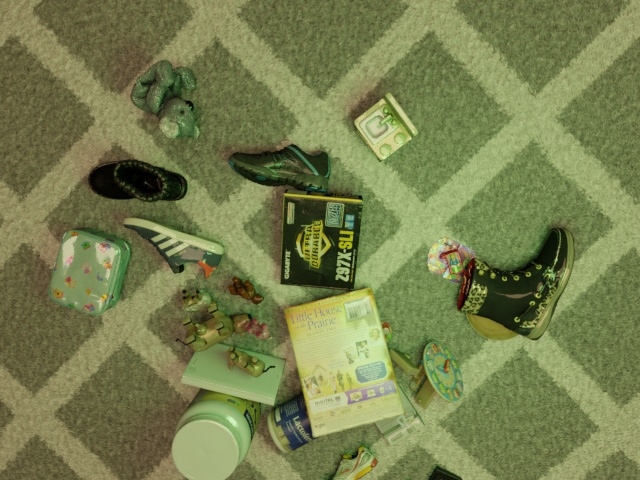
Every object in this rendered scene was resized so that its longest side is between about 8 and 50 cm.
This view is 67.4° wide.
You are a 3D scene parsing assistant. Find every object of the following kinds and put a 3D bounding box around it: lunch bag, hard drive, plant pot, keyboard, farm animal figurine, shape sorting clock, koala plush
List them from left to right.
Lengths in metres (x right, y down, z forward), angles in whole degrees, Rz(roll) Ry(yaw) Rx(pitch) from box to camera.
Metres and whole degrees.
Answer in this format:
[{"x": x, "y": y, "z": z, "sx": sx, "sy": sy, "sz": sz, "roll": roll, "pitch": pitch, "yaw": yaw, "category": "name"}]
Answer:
[{"x": -0.789, "y": 0.111, "z": 1.655, "sx": 0.224, "sy": 0.108, "sz": 0.279, "roll": 18, "pitch": 98, "yaw": -5, "category": "lunch bag"}, {"x": -0.485, "y": -0.428, "z": 1.556, "sx": 0.203, "sy": 0.196, "sz": 0.221, "roll": -28, "pitch": 95, "yaw": 16, "category": "koala plush"}, {"x": -0.309, "y": 0.307, "z": 1.610, "sx": 0.326, "sy": 0.172, "sz": 0.330, "roll": -9, "pitch": 59, "yaw": 5, "category": "farm animal figurine"}, {"x": -0.285, "y": 0.440, "z": 1.623, "sx": 0.307, "sy": 0.203, "sz": 0.040, "roll": 14, "pitch": 115, "yaw": 1, "category": "hard drive"}, {"x": 0.361, "y": 0.957, "z": 1.737, "sx": 0.201, "sy": 0.033, "sz": 0.317, "roll": 26, "pitch": 96, "yaw": -7, "category": "keyboard"}, {"x": 0.414, "y": 0.436, "z": 1.602, "sx": 0.206, "sy": 0.206, "sz": 0.040, "roll": 48, "pitch": 124, "yaw": -3, "category": "shape sorting clock"}, {"x": 0.614, "y": 0.225, "z": 1.649, "sx": 0.236, "sy": 0.032, "sz": 0.236, "roll": 0, "pitch": 95, "yaw": 3, "category": "plant pot"}]

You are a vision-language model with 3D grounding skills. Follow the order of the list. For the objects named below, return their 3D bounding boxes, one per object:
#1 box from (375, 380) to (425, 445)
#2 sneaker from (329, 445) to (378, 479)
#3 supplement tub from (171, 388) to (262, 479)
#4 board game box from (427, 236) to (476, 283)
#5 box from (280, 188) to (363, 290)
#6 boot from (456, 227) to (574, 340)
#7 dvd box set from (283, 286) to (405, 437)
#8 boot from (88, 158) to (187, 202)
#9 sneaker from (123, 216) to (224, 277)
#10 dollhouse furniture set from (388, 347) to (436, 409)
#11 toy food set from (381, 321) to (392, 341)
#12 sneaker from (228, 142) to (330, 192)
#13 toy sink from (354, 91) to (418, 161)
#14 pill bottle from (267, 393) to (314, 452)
[{"x": 0.258, "y": 0.612, "z": 1.701, "sx": 0.145, "sy": 0.038, "sz": 0.186, "roll": -33, "pitch": 95, "yaw": 5, "category": "box"}, {"x": 0.095, "y": 0.818, "z": 1.716, "sx": 0.225, "sy": 0.088, "sz": 0.093, "roll": -38, "pitch": 73, "yaw": 5, "category": "sneaker"}, {"x": -0.333, "y": 0.606, "z": 1.576, "sx": 0.241, "sy": 0.331, "sz": 0.241, "roll": 0, "pitch": 96, "yaw": 2, "category": "supplement tub"}, {"x": 0.451, "y": 0.072, "z": 1.639, "sx": 0.168, "sy": 0.033, "sz": 0.133, "roll": 27, "pitch": 96, "yaw": 0, "category": "board game box"}, {"x": 0.000, "y": 0.000, "z": 1.592, "sx": 0.257, "sy": 0.079, "sz": 0.322, "roll": 5, "pitch": 111, "yaw": 0, "category": "box"}, {"x": 0.628, "y": 0.113, "z": 1.558, "sx": 0.284, "sy": 0.138, "sz": 0.378, "roll": 16, "pitch": 101, "yaw": 1, "category": "boot"}, {"x": 0.073, "y": 0.392, "z": 1.577, "sx": 0.307, "sy": 0.062, "sz": 0.421, "roll": -14, "pitch": 80, "yaw": -3, "category": "dvd box set"}, {"x": -0.619, "y": -0.192, "z": 1.539, "sx": 0.347, "sy": 0.260, "sz": 0.131, "roll": 2, "pitch": 96, "yaw": 2, "category": "boot"}, {"x": -0.511, "y": 0.028, "z": 1.623, "sx": 0.350, "sy": 0.131, "sz": 0.148, "roll": 20, "pitch": 92, "yaw": 0, "category": "sneaker"}, {"x": 0.298, "y": 0.470, "z": 1.632, "sx": 0.151, "sy": 0.144, "sz": 0.123, "roll": 24, "pitch": 99, "yaw": -37, "category": "dollhouse furniture set"}, {"x": 0.210, "y": 0.322, "z": 1.681, "sx": 0.082, "sy": 0.020, "sz": 0.083, "roll": -30, "pitch": 94, "yaw": 5, "category": "toy food set"}, {"x": -0.133, "y": -0.253, "z": 1.600, "sx": 0.340, "sy": 0.125, "sz": 0.140, "roll": 12, "pitch": 80, "yaw": -5, "category": "sneaker"}, {"x": 0.195, "y": -0.344, "z": 1.505, "sx": 0.131, "sy": 0.234, "sz": 0.153, "roll": -37, "pitch": 94, "yaw": 5, "category": "toy sink"}, {"x": -0.037, "y": 0.604, "z": 1.654, "sx": 0.264, "sy": 0.153, "sz": 0.153, "roll": -30, "pitch": 94, "yaw": 5, "category": "pill bottle"}]
